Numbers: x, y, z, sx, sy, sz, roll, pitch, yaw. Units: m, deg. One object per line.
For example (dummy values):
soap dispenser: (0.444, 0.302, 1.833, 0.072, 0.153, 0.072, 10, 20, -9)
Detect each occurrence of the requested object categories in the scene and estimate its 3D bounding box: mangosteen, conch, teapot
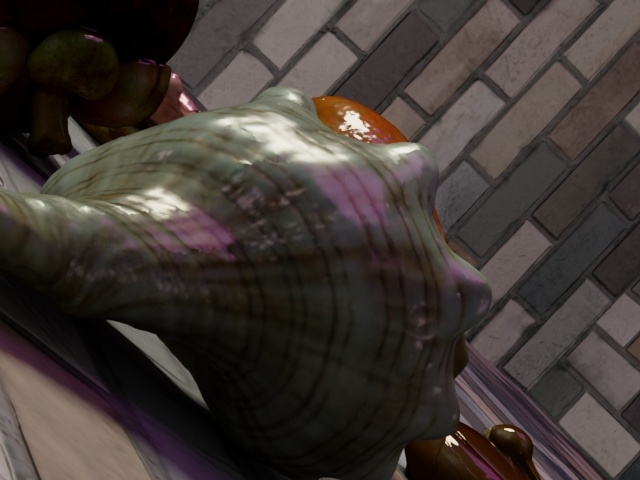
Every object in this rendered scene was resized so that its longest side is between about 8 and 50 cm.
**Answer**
mangosteen: (-0.167, -0.147, 1.241, 0.200, 0.200, 0.200, 43, 3, -3)
conch: (-0.034, 0.003, 0.922, 0.203, 0.170, 0.386, 13, -19, 37)
teapot: (0.111, 0.158, 1.392, 0.129, 0.078, 0.098, 44, 3, 13)

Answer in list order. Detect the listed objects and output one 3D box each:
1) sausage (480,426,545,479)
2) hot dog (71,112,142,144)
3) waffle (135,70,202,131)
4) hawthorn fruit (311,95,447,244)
sausage: (0.199, 0.235, 1.923, 0.033, 0.033, 0.269, 42, 3, -19)
hot dog: (-0.181, -0.100, 1.643, 0.090, 0.030, 0.034, 43, 4, 17)
waffle: (-0.153, -0.120, 1.706, 0.221, 0.055, 0.234, 54, -15, -29)
hawthorn fruit: (0.000, 0.000, 1.306, 0.189, 0.189, 0.189, 43, 3, -3)
